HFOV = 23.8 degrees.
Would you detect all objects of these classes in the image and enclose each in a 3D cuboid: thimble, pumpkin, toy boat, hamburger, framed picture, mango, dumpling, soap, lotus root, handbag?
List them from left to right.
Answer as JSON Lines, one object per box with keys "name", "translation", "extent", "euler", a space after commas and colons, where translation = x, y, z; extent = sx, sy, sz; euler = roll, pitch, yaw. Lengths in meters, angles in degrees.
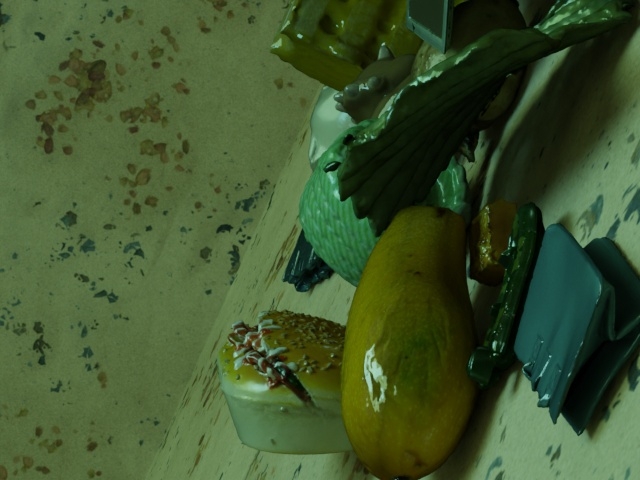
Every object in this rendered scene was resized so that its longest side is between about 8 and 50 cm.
{"name": "hamburger", "translation": [-0.018, 0.177, 1.960], "extent": [0.295, 0.227, 0.151], "euler": [-141, 55, -80]}
{"name": "handbag", "translation": [0.000, 0.000, 2.747], "extent": [0.179, 0.062, 0.229], "euler": [-68, 10, -16]}
{"name": "dumpling", "translation": [0.077, -0.212, 2.643], "extent": [0.193, 0.147, 0.258], "euler": [10, -72, -54]}
{"name": "thimble", "translation": [0.085, -0.037, 1.964], "extent": [0.150, 0.219, 0.219], "euler": [122, 168, -47]}
{"name": "soap", "translation": [0.112, -0.383, 2.402], "extent": [0.156, 0.293, 0.335], "euler": [138, 154, -74]}
{"name": "mango", "translation": [0.099, 0.110, 1.663], "extent": [0.359, 0.144, 0.187], "euler": [-84, 20, -46]}
{"name": "framed picture", "translation": [0.147, -0.393, 1.966], "extent": [0.216, 0.016, 0.273], "euler": [-122, 32, -69]}
{"name": "lotus root", "translation": [0.196, -0.232, 2.033], "extent": [0.154, 0.140, 0.257], "euler": [-37, 27, 57]}
{"name": "pumpkin", "translation": [0.198, 0.003, 1.700], "extent": [0.074, 0.054, 0.083], "euler": [129, 142, -68]}
{"name": "toy boat", "translation": [0.197, 0.055, 1.559], "extent": [0.104, 0.052, 0.210], "euler": [97, -169, -64]}
{"name": "handbag", "translation": [0.227, 0.075, 1.370], "extent": [0.221, 0.057, 0.144], "euler": [-101, 33, -74]}

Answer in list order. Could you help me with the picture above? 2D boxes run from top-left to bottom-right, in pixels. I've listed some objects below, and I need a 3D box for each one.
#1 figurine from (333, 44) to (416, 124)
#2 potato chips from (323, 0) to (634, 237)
{"name": "figurine", "translation": [0.100, -0.158, 2.179], "extent": [0.173, 0.177, 0.247], "euler": [17, 94, 55]}
{"name": "potato chips", "translation": [0.173, -0.153, 1.732], "extent": [0.373, 0.097, 0.389], "euler": [-30, -11, -45]}
